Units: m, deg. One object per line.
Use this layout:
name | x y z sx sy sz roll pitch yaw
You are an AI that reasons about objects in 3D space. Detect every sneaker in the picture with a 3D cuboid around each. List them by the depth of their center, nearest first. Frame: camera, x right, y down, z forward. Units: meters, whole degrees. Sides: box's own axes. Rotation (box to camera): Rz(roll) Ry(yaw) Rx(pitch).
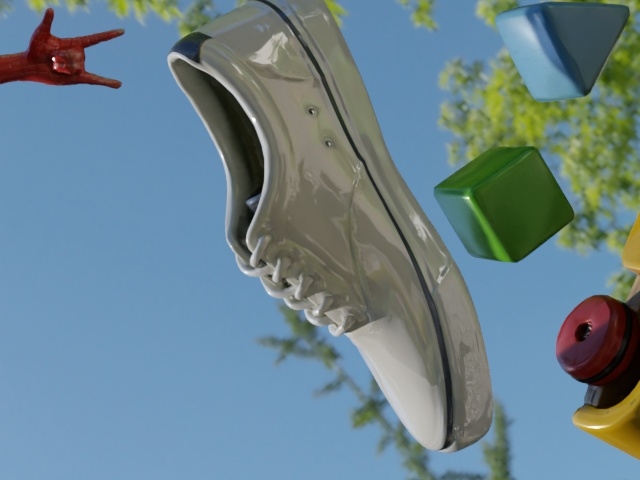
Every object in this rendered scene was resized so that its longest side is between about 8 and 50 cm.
sneaker | 0.000 0.000 0.716 0.091 0.258 0.094 -25 -2 -23

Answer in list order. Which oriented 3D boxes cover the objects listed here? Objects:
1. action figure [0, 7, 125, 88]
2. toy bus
action figure | -0.143 0.020 0.481 0.139 0.091 0.280 2 -73 6
toy bus | 0.152 0.009 0.406 0.191 0.104 0.202 -21 -80 -18
